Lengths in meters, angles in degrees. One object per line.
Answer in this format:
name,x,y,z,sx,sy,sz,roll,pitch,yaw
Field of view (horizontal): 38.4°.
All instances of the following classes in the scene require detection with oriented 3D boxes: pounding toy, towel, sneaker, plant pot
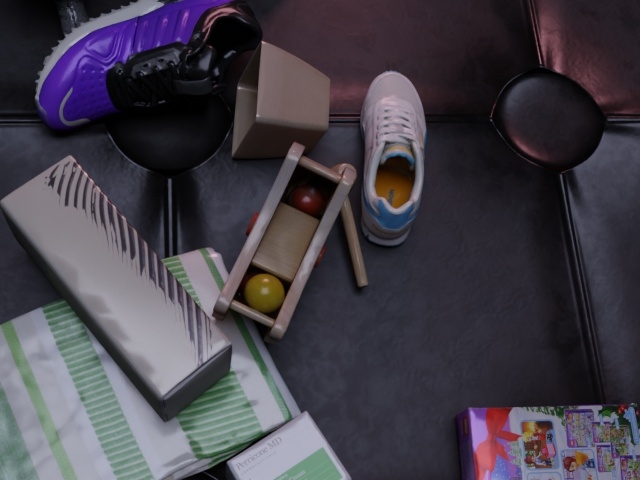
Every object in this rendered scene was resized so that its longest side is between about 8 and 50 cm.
pounding toy,0.000,0.000,1.010,0.154,0.154,0.270,26,58,-3
towel,-0.215,0.162,1.001,0.324,0.038,0.248,-24,73,-14
sneaker,-0.193,-0.209,1.092,0.293,0.102,0.146,-38,60,-19
sneaker,0.094,-0.113,1.122,0.087,0.092,0.229,3,67,-5
plant pot,-0.045,-0.161,1.118,0.096,0.109,0.109,9,67,-17

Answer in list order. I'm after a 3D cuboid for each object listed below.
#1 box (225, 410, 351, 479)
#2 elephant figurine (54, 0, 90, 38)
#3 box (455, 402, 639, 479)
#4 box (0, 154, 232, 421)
box,-0.036,0.247,0.957,0.101,0.102,0.087,-30,74,-17
elephant figurine,-0.323,-0.377,1.084,0.186,0.169,0.240,8,69,-39
box,0.262,0.327,0.992,0.200,0.057,0.294,1,69,-9
box,-0.214,0.051,0.968,0.094,0.113,0.275,-38,77,-20
